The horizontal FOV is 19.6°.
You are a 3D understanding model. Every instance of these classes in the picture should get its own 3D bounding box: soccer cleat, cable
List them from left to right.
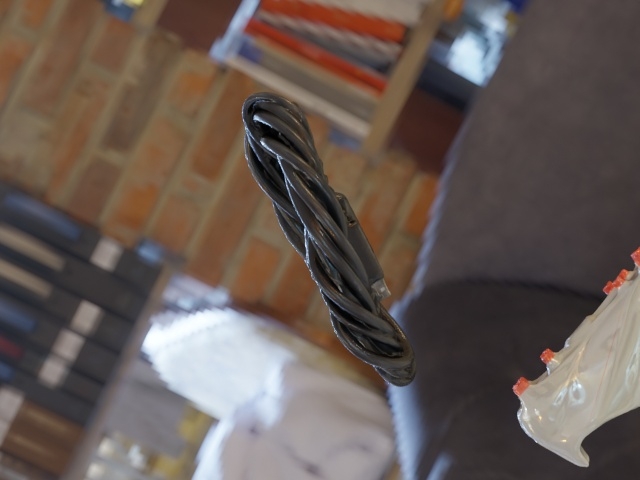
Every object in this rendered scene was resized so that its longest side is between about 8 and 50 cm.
[{"bbox_3d":[0.000,0.000,1.052,0.047,0.184,0.150,-24,24,3],"label":"cable"},{"bbox_3d":[0.212,0.064,1.237,0.196,0.076,0.068,-49,-3,8],"label":"soccer cleat"}]
